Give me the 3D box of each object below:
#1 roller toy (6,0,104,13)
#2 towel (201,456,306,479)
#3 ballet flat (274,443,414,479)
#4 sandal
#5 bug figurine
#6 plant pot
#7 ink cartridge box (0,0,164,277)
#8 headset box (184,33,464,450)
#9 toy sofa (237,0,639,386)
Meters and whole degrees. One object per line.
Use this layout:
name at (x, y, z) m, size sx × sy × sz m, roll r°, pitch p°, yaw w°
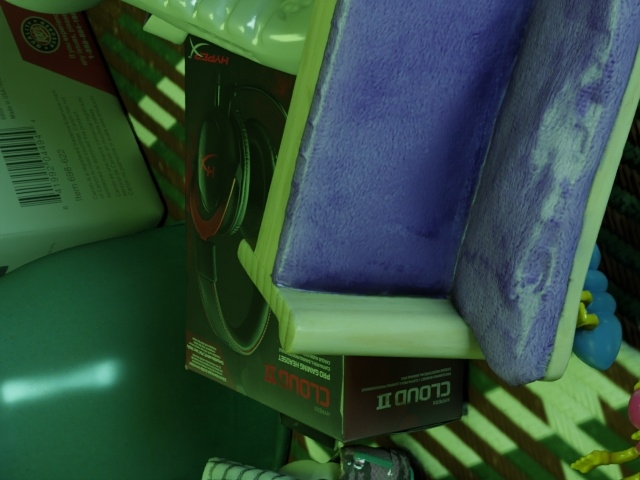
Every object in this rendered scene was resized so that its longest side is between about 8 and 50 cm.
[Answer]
roller toy at (-0.207, -0.297, 1.409) m, size 0.146 × 0.209 × 0.191 m, roll -24°, pitch 86°, yaw 57°
towel at (-0.023, 0.312, 1.190) m, size 0.235 × 0.121 × 0.284 m, roll 9°, pitch 108°, yaw 43°
ballet flat at (-0.019, 0.204, 1.293) m, size 0.221 × 0.079 × 0.077 m, roll -40°, pitch 29°, yaw 45°
sandal at (-0.076, -0.201, 1.201) m, size 0.416 × 0.169 × 0.102 m, roll 45°, pitch 172°, yaw 47°
bug figurine at (0.207, 0.047, 0.940) m, size 0.279 × 0.072 × 0.216 m, roll -39°, pitch 58°, yaw 58°
plant pot at (-0.202, 0.130, 1.424) m, size 0.271 × 0.255 × 0.272 m, roll 17°, pitch 111°, yaw 54°
ink cartridge box at (-0.378, -0.073, 1.536) m, size 0.160 × 0.384 × 0.279 m, roll -53°, pitch 52°, yaw 47°
headset box at (0.000, 0.000, 1.217) m, size 0.218 × 0.110 × 0.293 m, roll 19°, pitch 111°, yaw 54°
toy sofa at (0.078, -0.101, 0.961) m, size 0.177 × 0.150 × 0.362 m, roll -127°, pitch 46°, yaw -56°
